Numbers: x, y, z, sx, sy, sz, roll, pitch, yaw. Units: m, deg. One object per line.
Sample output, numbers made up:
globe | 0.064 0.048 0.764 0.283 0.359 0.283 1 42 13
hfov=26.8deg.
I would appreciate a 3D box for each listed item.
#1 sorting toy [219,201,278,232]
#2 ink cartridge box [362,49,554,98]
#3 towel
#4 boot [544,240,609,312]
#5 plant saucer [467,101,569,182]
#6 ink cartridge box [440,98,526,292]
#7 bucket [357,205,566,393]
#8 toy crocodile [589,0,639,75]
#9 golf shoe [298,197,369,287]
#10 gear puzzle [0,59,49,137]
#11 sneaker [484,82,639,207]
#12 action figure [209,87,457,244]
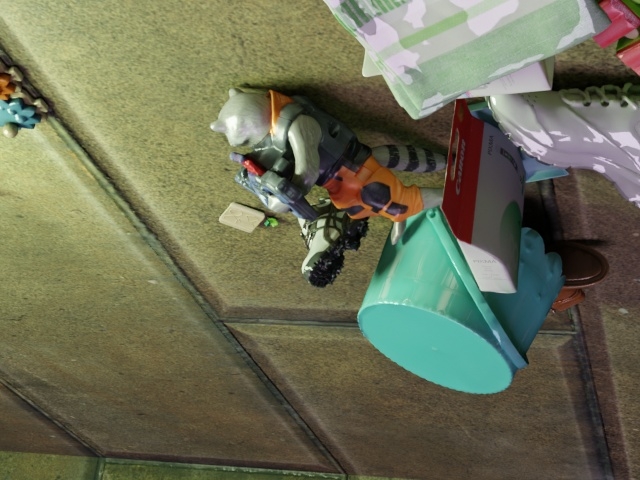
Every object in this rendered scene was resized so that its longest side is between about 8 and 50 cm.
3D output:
sorting toy | -0.109 -0.033 2.068 0.083 0.012 0.062 20 149 -15
ink cartridge box | 0.152 -0.219 1.457 0.198 0.115 0.067 -2 154 25
towel | 0.090 -0.278 1.302 0.247 0.038 0.325 -23 121 37
boot | 0.375 0.064 2.054 0.197 0.073 0.152 0 157 38
plant saucer | 0.251 -0.129 1.735 0.067 0.018 0.192 -10 150 34
ink cartridge box | 0.206 -0.063 1.656 0.056 0.181 0.225 0 152 18
bucket | 0.198 0.083 1.932 0.281 0.183 0.281 22 155 11
toy crocodile | 0.356 -0.209 1.393 0.340 0.105 0.115 29 150 -18
golf shoe | 0.000 0.000 1.912 0.093 0.198 0.077 22 121 12
gear puzzle | -0.494 -0.226 1.741 0.175 0.044 0.339 1 154 18
sneaker | 0.338 -0.141 1.604 0.297 0.111 0.129 21 125 -9
action figure | 0.003 -0.106 1.776 0.330 0.179 0.341 26 180 -22
